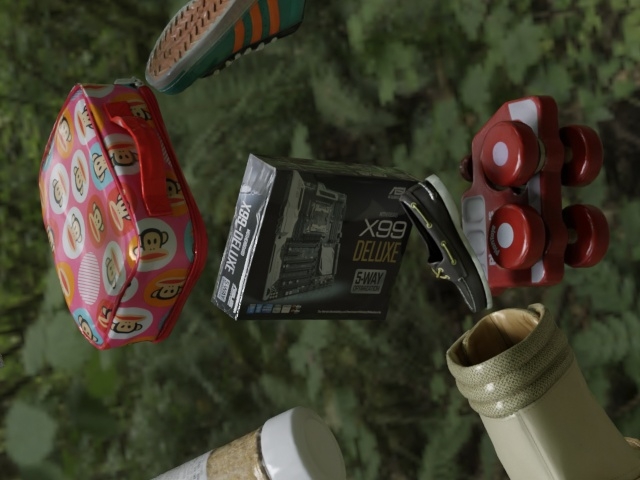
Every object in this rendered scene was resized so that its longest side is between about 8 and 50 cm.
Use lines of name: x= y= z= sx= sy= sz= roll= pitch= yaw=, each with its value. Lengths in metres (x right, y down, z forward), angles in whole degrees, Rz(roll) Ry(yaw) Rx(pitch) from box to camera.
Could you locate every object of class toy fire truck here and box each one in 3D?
toy fire truck: x=0.300 y=-0.066 z=2.177 sx=0.254 sy=0.169 sz=0.302 roll=-8 pitch=84 yaw=57

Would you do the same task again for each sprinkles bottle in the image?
sprinkles bottle: x=-0.144 y=0.328 z=1.736 sx=0.121 sy=0.355 sz=0.121 roll=49 pitch=-156 yaw=-31

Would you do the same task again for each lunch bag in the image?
lunch bag: x=-0.238 y=-0.044 z=1.660 sx=0.258 sy=0.120 sz=0.293 roll=-60 pitch=44 yaw=45

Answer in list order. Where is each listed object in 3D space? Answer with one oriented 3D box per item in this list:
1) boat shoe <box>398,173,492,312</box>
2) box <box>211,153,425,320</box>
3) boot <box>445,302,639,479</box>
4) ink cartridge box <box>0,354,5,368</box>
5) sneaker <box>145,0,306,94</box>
boat shoe: x=0.187 y=0.015 z=2.082 sx=0.227 sy=0.069 sz=0.081 roll=64 pitch=170 yaw=-16
box: x=0.000 y=0.000 z=2.156 sx=0.076 sy=0.307 sz=0.242 roll=32 pitch=111 yaw=46
boot: x=0.181 y=0.139 z=1.038 sx=0.203 sy=0.095 sz=0.262 roll=60 pitch=-162 yaw=0
ink cartridge box: x=-0.422 y=0.087 z=1.502 sx=0.150 sy=0.109 sz=0.063 roll=61 pitch=172 yaw=23
sneaker: x=-0.092 y=-0.287 z=1.815 sx=0.121 sy=0.302 sz=0.108 roll=44 pitch=-179 yaw=-37
